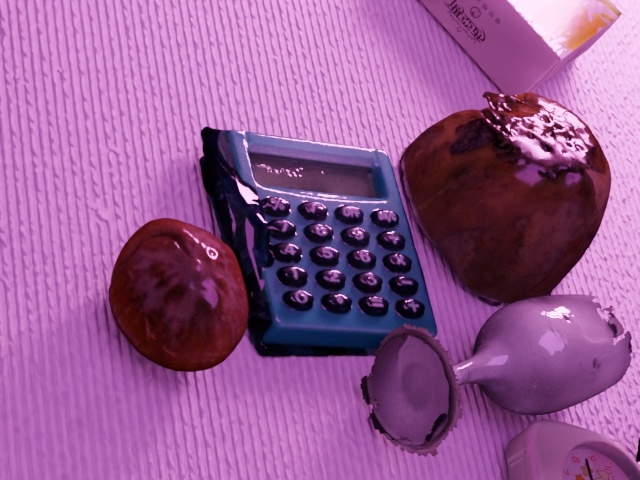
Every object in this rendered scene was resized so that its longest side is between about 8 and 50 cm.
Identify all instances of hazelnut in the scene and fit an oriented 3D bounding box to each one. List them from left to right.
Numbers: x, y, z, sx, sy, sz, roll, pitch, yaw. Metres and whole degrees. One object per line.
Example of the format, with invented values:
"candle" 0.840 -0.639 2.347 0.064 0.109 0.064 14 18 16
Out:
"hazelnut" -0.134 0.052 1.737 0.143 0.143 0.154 -9 66 -41

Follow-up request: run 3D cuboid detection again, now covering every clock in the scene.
"clock" 0.297 0.285 1.933 0.191 0.062 0.151 16 53 -25

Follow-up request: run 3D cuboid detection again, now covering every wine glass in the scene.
"wine glass" 0.200 0.138 1.923 0.321 0.143 0.143 -8 64 -44

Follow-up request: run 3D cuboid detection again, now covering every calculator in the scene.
"calculator" 0.000 0.000 1.936 0.248 0.058 0.274 5 56 -34

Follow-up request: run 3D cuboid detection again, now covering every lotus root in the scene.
"lotus root" 0.236 -0.074 2.096 0.272 0.192 0.272 15 49 -19

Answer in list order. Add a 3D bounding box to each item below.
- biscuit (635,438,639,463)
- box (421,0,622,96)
"biscuit" 0.445 0.286 2.057 0.195 0.053 0.194 20 49 -25
"box" 0.247 -0.333 2.345 0.260 0.111 0.194 49 43 2
